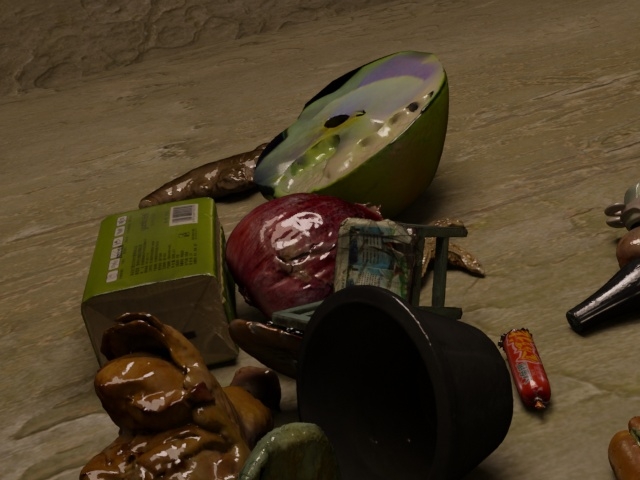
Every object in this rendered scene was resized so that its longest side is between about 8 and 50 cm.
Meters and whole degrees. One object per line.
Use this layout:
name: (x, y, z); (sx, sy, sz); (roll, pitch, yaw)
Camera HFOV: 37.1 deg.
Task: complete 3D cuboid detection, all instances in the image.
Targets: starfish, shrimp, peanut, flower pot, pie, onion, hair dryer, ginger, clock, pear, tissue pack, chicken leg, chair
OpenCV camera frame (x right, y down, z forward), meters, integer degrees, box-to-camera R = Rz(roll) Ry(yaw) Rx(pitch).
starfish: (0.156, 0.024, 1.553); (0.277, 0.062, 0.236); (-22, 33, -30)
shrimp: (-0.007, 0.147, 1.210); (0.133, 0.236, 0.053); (-33, 36, 53)
peanut: (0.503, 0.010, 1.407); (0.152, 0.076, 0.076); (-15, 26, -16)
flower pot: (0.107, 0.176, 1.076); (0.166, 0.268, 0.269); (-6, 19, -37)
pie: (-0.036, 0.276, 0.966); (0.041, 0.186, 0.187); (3, 29, 35)
onion: (0.000, 0.000, 1.452); (0.283, 0.120, 0.227); (-35, 73, -28)
hair dryer: (0.463, 0.104, 1.265); (0.196, 0.075, 0.219); (-28, 37, -12)
ginger: (-0.215, -0.122, 1.949); (0.333, 0.080, 0.166); (-24, 14, -12)
clock: (0.529, -0.050, 1.443); (0.191, 0.062, 0.151); (-5, -17, 17)
pear: (0.085, -0.155, 1.724); (0.399, 0.165, 0.398); (-27, 28, 16)
tissue pack: (-0.239, 0.070, 1.467); (0.200, 0.167, 0.274); (-12, 28, 0)
chicken leg: (-0.141, 0.200, 1.086); (0.182, 0.295, 0.409); (-21, 8, 22)
chair: (0.073, 0.042, 1.312); (0.136, 0.147, 0.270); (6, 5, 43)

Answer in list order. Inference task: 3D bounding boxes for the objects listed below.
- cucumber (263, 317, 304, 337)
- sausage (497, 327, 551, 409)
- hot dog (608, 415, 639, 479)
cucumber: (0.061, 0.148, 1.303); (0.300, 0.072, 0.072); (1, 29, 24)
sausage: (0.263, 0.168, 1.216); (0.050, 0.048, 0.145); (26, 25, -13)
hot dog: (0.367, 0.262, 0.963); (0.100, 0.068, 0.249); (-12, 26, 0)
